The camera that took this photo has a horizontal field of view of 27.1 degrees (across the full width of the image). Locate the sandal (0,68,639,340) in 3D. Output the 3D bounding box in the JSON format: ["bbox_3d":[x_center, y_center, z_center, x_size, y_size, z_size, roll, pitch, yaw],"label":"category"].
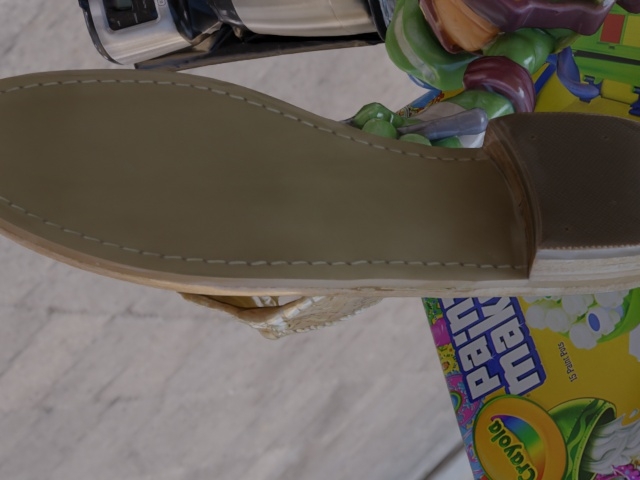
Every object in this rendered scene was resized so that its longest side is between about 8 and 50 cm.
[{"bbox_3d":[0.000,0.005,0.428,0.240,0.088,0.079,2,137,-7],"label":"sandal"}]

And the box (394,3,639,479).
[{"bbox_3d":[0.203,0.007,0.631,0.279,0.290,0.177,-31,128,16],"label":"box"}]

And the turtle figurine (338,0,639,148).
[{"bbox_3d":[0.030,-0.126,0.485,0.266,0.275,0.198,134,-25,-59],"label":"turtle figurine"}]

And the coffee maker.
[{"bbox_3d":[-0.024,-0.149,0.757,0.171,0.178,0.120,22,67,-64],"label":"coffee maker"}]
